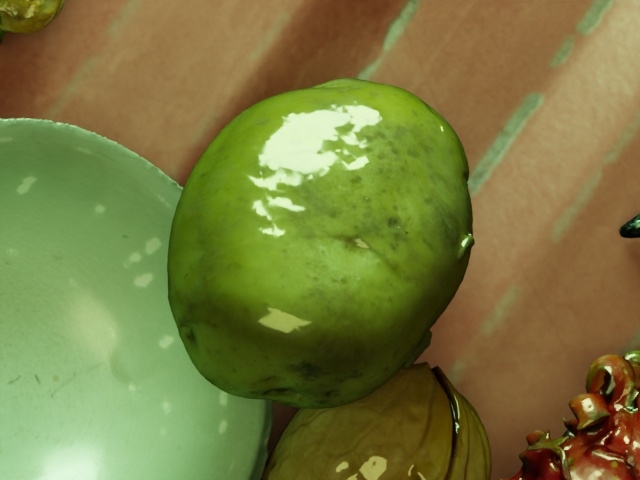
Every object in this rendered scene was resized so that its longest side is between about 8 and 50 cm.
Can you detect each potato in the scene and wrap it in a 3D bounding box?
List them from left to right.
[{"bbox_3d":[0.002,0.001,1.105,0.197,0.148,0.228,-1,58,1],"label":"potato"}]

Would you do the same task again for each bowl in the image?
[{"bbox_3d":[-0.196,0.092,1.105,0.313,0.146,0.313,18,59,-33],"label":"bowl"}]

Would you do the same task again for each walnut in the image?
[{"bbox_3d":[0.037,0.164,1.141,0.144,0.144,0.180,29,84,-3],"label":"walnut"}]

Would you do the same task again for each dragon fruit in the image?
[{"bbox_3d":[0.191,0.170,1.146,0.150,0.133,0.207,18,74,-7],"label":"dragon fruit"}]

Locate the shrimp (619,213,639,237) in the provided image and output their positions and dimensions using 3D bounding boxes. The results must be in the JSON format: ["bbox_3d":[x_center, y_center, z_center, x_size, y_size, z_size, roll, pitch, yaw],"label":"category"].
[{"bbox_3d":[0.278,0.073,1.191,0.198,0.051,0.262,28,88,4],"label":"shrimp"}]

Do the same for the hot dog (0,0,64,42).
[{"bbox_3d":[-0.202,-0.249,1.149,0.104,0.076,0.250,12,96,-22],"label":"hot dog"}]
